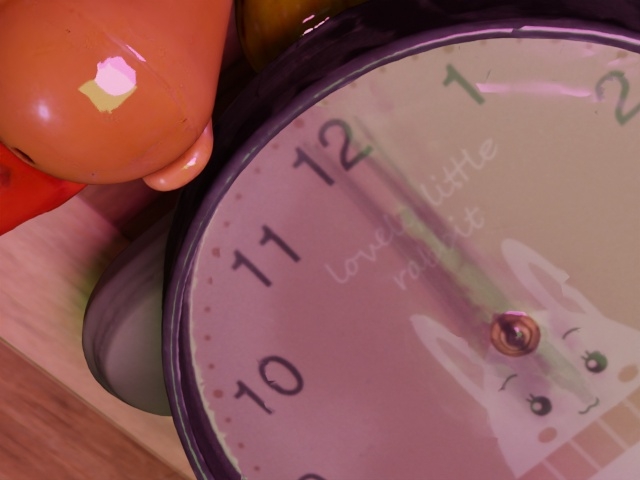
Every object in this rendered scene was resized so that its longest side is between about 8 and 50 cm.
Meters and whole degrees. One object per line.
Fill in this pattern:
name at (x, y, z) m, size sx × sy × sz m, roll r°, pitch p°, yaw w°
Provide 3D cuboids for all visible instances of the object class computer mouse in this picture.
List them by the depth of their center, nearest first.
computer mouse at (0.003, 0.005, 1.059) m, size 0.331 × 0.095 × 0.197 m, roll -39°, pitch 155°, yaw 26°

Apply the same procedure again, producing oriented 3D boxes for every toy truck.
toy truck at (-0.165, -0.087, 0.898) m, size 0.265 × 0.239 × 0.189 m, roll -35°, pitch 126°, yaw 14°

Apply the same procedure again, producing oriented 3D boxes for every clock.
clock at (0.103, 0.049, 0.952) m, size 0.386 × 0.076 × 0.386 m, roll 1°, pitch 115°, yaw 2°

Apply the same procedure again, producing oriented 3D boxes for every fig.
fig at (-0.007, -0.160, 0.983) m, size 0.093 × 0.093 × 0.166 m, roll -8°, pitch 120°, yaw -8°
